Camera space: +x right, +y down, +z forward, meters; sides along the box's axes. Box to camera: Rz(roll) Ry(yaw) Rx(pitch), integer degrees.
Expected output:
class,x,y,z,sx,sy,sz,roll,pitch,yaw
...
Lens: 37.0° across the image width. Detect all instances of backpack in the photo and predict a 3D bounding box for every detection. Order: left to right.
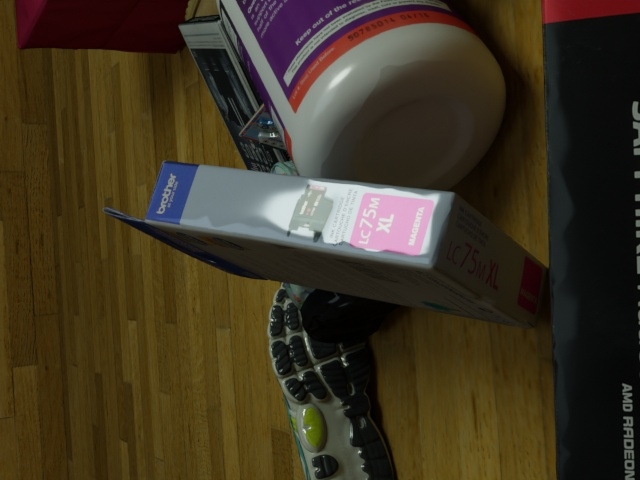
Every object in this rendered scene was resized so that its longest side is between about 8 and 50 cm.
class,x,y,z,sx,sy,sz,roll,pitch,yaw
backpack,0.013,-0.003,0.948,0.152,0.115,0.182,132,131,-57

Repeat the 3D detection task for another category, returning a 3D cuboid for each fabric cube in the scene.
class,x,y,z,sx,sy,sz,roll,pitch,yaw
fabric cube,-0.296,-0.424,1.357,0.258,0.259,0.254,-13,82,64

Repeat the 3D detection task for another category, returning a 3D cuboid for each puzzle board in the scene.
class,x,y,z,sx,sy,sz,roll,pitch,yaw
puzzle board,-0.007,-0.106,0.964,0.096,0.128,0.011,141,140,-58

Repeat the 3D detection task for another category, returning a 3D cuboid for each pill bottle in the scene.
class,x,y,z,sx,sy,sz,roll,pitch,yaw
pill bottle,0.017,-0.187,0.843,0.323,0.181,0.181,64,146,38

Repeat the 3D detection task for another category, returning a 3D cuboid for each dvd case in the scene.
class,x,y,z,sx,sy,sz,roll,pitch,yaw
dvd case,-0.078,-0.140,1.078,0.239,0.029,0.179,66,165,-19

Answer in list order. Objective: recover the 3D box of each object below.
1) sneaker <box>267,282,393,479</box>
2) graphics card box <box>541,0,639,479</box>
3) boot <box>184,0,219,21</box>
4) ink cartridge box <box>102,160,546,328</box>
class,x,y,z,sx,sy,sz,roll,pitch,yaw
sneaker,-0.004,0.171,1.023,0.110,0.107,0.275,133,129,-67
graphics card box,0.176,0.043,0.507,0.094,0.233,0.371,-1,92,19
boot,-0.072,-0.220,1.127,0.269,0.089,0.236,63,152,32
ink cartridge box,0.000,0.000,0.759,0.311,0.186,0.065,6,76,34
